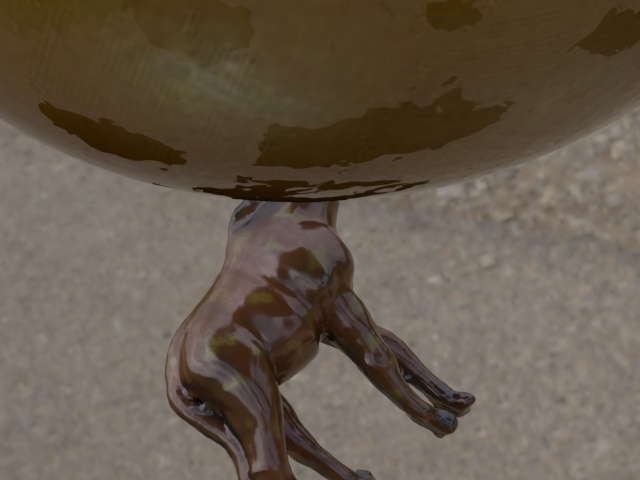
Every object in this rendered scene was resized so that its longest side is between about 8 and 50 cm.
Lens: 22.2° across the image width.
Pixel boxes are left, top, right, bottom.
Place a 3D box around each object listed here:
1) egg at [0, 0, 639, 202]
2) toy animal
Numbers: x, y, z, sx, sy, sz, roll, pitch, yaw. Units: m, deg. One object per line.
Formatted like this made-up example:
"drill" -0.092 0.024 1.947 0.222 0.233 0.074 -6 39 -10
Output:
"egg" -0.001 -0.154 0.555 0.351 0.282 0.282 -1 27 -11
"toy animal" 0.000 0.000 0.811 0.224 0.229 0.066 -39 -1 -21
